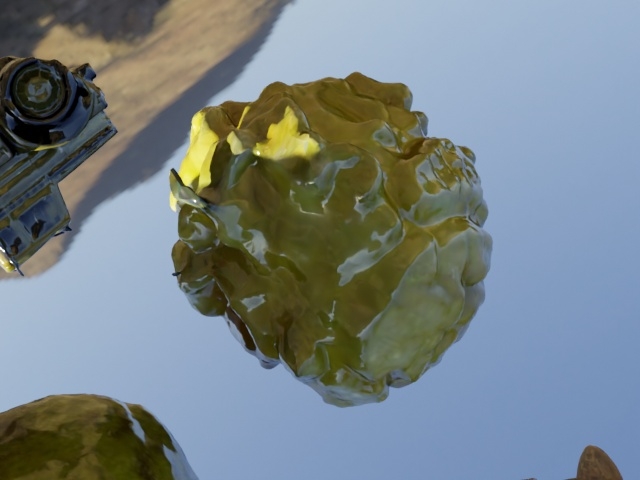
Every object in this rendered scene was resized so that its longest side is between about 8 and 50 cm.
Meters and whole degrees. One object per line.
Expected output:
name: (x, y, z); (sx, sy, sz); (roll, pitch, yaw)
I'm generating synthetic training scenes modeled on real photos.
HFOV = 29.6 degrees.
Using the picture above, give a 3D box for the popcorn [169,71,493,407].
popcorn: (0.000, -0.003, 0.863); (0.249, 0.249, 0.225); (-27, 167, 27)

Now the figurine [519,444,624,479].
figurine: (0.183, 0.245, 0.968); (0.205, 0.103, 0.260); (-19, 176, -34)

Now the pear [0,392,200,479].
pear: (-0.200, 0.315, 0.815); (0.352, 0.352, 0.414); (-18, -121, 46)

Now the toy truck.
toy truck: (-0.241, -0.016, 0.789); (0.257, 0.127, 0.127); (-44, -163, -12)
